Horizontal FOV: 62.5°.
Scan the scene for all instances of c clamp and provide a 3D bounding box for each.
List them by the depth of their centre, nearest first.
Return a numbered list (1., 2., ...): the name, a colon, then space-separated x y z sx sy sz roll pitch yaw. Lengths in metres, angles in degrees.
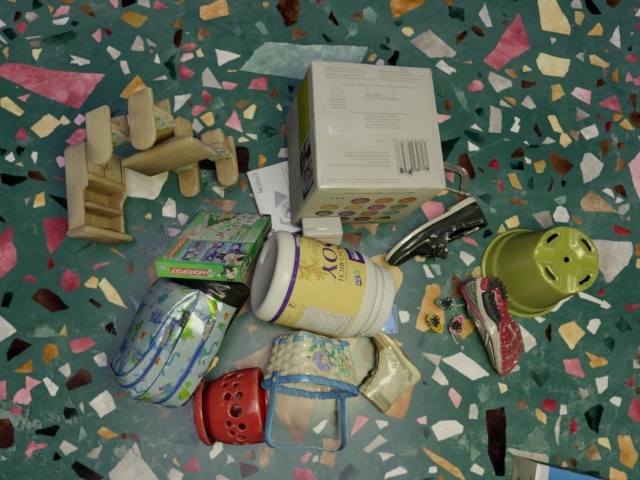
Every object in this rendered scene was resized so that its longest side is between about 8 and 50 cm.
1. c clamp: 0.402 -0.180 1.653 0.160 0.022 0.137 21 77 -1

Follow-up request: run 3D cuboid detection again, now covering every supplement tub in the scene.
1. supplement tub: 0.003 0.126 1.407 0.331 0.241 0.241 16 76 -21

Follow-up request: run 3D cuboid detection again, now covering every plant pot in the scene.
1. plant pot: -0.229 0.439 1.375 0.174 0.191 0.191 -11 79 0
2. plant pot: 0.637 0.075 1.504 0.276 0.254 0.276 1 78 -5

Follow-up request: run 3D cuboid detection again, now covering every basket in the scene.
1. basket: -0.030 0.390 1.365 0.254 0.201 0.289 20 64 -38

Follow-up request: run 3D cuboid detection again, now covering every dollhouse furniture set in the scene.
1. dollhouse furniture set: -0.467 -0.163 1.401 0.394 0.362 0.256 -14 77 20

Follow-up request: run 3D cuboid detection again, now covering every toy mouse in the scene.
1. toy mouse: 0.378 0.221 1.558 0.143 0.031 0.161 -36 87 -18

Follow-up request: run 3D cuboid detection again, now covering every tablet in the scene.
1. tablet: 0.198 0.231 1.552 0.054 0.006 0.083 -2 79 -7

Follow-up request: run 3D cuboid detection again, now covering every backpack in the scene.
1. backpack: -0.371 0.245 1.358 0.273 0.290 0.356 15 91 -37

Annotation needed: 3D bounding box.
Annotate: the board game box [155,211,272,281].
1. board game box: -0.267 0.006 1.395 0.213 0.317 0.046 2 116 9

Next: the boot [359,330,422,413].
1. boot: 0.161 0.360 1.486 0.165 0.077 0.213 -41 88 -10

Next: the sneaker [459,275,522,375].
1. sneaker: 0.497 0.245 1.531 0.121 0.112 0.299 -20 96 -38

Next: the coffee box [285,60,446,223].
1. coffee box: 0.103 -0.247 1.453 0.337 0.334 0.338 -1 76 -15

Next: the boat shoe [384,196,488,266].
1. boat shoe: 0.350 0.000 1.556 0.340 0.127 0.113 -30 74 -18

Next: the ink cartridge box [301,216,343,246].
1. ink cartridge box: 0.000 0.000 1.501 0.109 0.150 0.063 -2 56 -6

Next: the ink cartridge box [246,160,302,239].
1. ink cartridge box: -0.084 -0.129 1.580 0.224 0.045 0.223 -18 80 -9

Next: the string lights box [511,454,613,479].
1. string lights box: 0.677 0.665 1.442 0.259 0.133 0.077 15 76 -3
